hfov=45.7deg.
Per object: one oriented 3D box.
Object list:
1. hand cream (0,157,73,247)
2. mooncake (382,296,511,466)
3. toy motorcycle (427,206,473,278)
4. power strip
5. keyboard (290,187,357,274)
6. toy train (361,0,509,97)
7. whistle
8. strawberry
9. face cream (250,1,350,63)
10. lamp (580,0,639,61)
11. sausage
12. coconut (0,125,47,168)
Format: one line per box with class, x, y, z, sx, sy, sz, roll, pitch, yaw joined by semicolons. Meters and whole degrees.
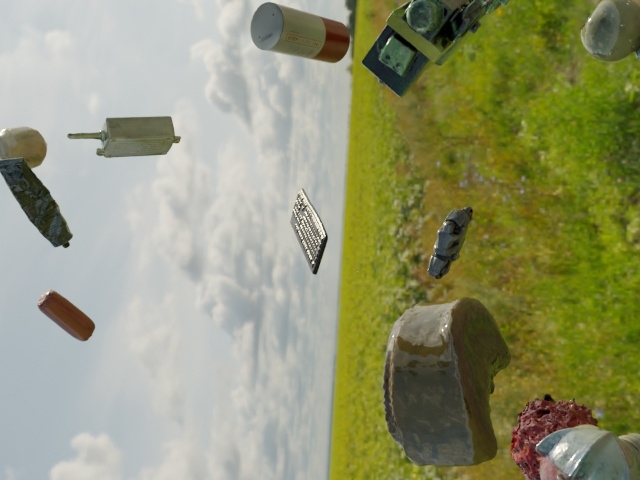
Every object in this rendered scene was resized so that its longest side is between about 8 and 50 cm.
hand cream;-0.620;-0.076;1.668;0.052;0.075;0.248;-105;-6;-51
mooncake;0.312;0.336;1.817;0.394;0.246;0.393;24;-121;-56
toy motorcycle;0.301;-0.002;1.763;0.193;0.061;0.124;-63;-26;-5
power strip;-0.318;-0.168;1.229;0.075;0.175;0.042;-41;58;60
keyboard;-0.012;-0.001;1.656;0.381;0.041;0.103;-126;48;-57
toy train;0.235;-0.439;1.492;0.253;0.160;0.397;-49;-2;41
whistle;0.439;0.349;1.179;0.346;0.142;0.133;10;-96;-52
strawberry;0.404;0.380;1.330;0.190;0.111;0.236;-62;22;24
face cream;-0.039;-0.435;1.604;0.214;0.096;0.096;-3;-81;-49
lamp;0.458;-0.280;1.093;0.091;0.163;0.091;-54;-6;-9
sausage;-0.608;0.182;1.825;0.154;0.062;0.062;48;-153;-28
coconut;-0.707;-0.217;1.813;0.124;0.110;0.110;-16;-65;-47
